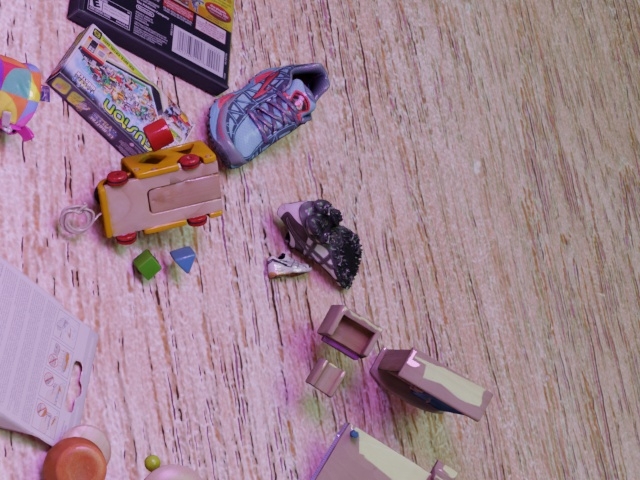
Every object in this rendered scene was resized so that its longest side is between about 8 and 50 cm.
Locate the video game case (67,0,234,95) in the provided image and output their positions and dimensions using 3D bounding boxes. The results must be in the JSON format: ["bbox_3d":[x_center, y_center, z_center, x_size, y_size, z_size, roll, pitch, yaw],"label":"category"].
[{"bbox_3d":[-0.243,-0.377,1.961,0.275,0.035,0.248,25,55,-37],"label":"video game case"}]

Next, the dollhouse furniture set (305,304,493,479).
[{"bbox_3d":[0.058,0.296,1.934,0.286,0.198,0.303,31,80,-7],"label":"dollhouse furniture set"}]

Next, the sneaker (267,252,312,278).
[{"bbox_3d":[-0.046,0.035,1.972,0.083,0.032,0.036,-1,73,-48],"label":"sneaker"}]

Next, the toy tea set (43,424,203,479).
[{"bbox_3d":[-0.220,0.377,1.579,0.200,0.124,0.336,-15,87,-20],"label":"toy tea set"}]

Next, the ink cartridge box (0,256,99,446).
[{"bbox_3d":[-0.366,0.140,1.576,0.224,0.056,0.181,49,39,-47],"label":"ink cartridge box"}]

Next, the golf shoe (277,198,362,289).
[{"bbox_3d":[0.000,0.000,2.011,0.077,0.094,0.198,-62,145,-28],"label":"golf shoe"}]

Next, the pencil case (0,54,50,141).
[{"bbox_3d":[-0.451,-0.197,1.600,0.236,0.104,0.104,16,60,-41],"label":"pencil case"}]

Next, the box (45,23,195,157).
[{"bbox_3d":[-0.275,-0.190,1.832,0.207,0.036,0.114,44,45,-23],"label":"box"}]

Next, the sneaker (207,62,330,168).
[{"bbox_3d":[-0.073,-0.204,1.979,0.104,0.125,0.262,60,39,-21],"label":"sneaker"}]

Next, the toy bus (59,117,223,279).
[{"bbox_3d":[-0.232,-0.068,1.763,0.202,0.191,0.104,34,6,-33],"label":"toy bus"}]
